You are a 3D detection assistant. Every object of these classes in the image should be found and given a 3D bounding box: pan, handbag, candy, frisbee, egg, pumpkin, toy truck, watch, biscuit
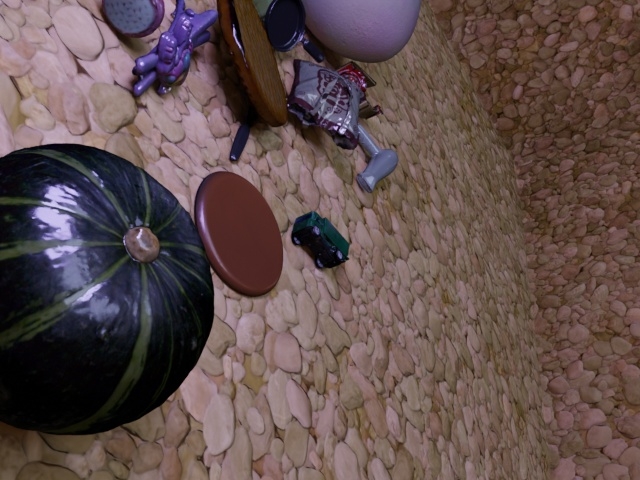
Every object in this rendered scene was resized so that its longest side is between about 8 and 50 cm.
[{"bbox_3d":[-0.061,-0.503,1.550,0.235,0.028,0.136,33,83,-54],"label":"pan"},{"bbox_3d":[0.018,-0.348,1.581,0.213,0.127,0.235,27,39,-19],"label":"handbag"},{"bbox_3d":[-0.313,-0.394,1.068,0.103,0.103,0.043,56,19,-23],"label":"candy"},{"bbox_3d":[-0.145,-0.016,1.200,0.251,0.021,0.251,40,40,-45],"label":"frisbee"},{"bbox_3d":[0.118,-0.655,1.755,0.354,0.354,0.340,-78,149,-45],"label":"egg"},{"bbox_3d":[-0.267,0.049,0.710,0.323,0.241,0.323,42,38,-44],"label":"pumpkin"},{"bbox_3d":[0.000,0.000,1.393,0.147,0.065,0.079,46,34,-37],"label":"toy truck"},{"bbox_3d":[0.122,-0.436,1.876,0.268,0.102,0.165,9,61,-64],"label":"watch"},{"bbox_3d":[-0.142,-0.392,1.348,0.318,0.040,0.318,-16,90,-78],"label":"biscuit"}]

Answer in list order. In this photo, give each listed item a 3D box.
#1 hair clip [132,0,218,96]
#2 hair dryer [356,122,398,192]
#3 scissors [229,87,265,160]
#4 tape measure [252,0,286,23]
[{"bbox_3d":[-0.255,-0.355,1.139,0.090,0.137,0.278,19,45,-10],"label":"hair clip"},{"bbox_3d":[0.114,-0.267,1.790,0.237,0.075,0.206,56,36,-8],"label":"hair dryer"},{"bbox_3d":[-0.157,-0.234,1.326,0.088,0.017,0.220,53,32,-34],"label":"scissors"},{"bbox_3d":[-0.137,-0.618,1.515,0.200,0.106,0.175,57,38,-28],"label":"tape measure"}]
